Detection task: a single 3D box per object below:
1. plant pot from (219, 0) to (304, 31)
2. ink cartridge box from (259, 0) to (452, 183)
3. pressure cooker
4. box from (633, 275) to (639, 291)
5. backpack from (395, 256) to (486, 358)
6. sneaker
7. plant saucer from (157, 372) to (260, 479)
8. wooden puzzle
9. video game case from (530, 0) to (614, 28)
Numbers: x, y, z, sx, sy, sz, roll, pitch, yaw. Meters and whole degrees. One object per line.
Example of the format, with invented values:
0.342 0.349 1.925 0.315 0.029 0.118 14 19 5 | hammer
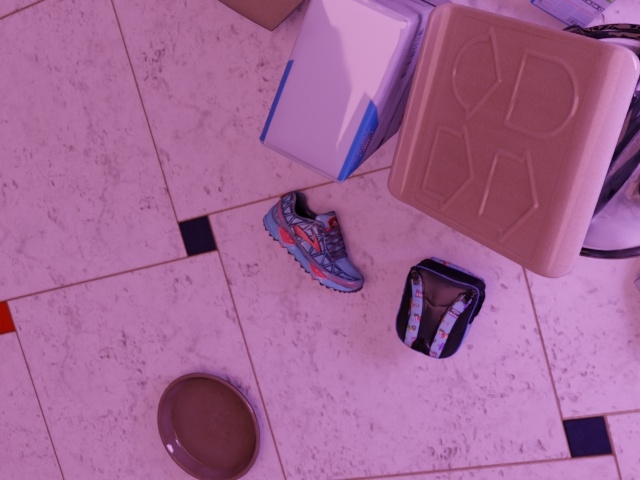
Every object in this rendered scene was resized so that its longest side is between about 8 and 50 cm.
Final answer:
-0.144 -0.551 1.635 0.256 0.256 0.274 -37 102 25 | plant pot
0.075 -0.303 1.479 0.166 0.395 0.286 27 115 8 | ink cartridge box
0.473 -0.166 1.347 0.375 0.420 0.370 -7 100 25 | pressure cooker
0.646 0.081 1.464 0.145 0.038 0.186 65 152 27 | box
0.236 0.140 1.681 0.158 0.117 0.173 20 108 17 | backpack
0.000 0.000 1.758 0.262 0.104 0.125 42 112 9 | sneaker
-0.262 0.442 2.001 0.277 0.041 0.278 5 103 22 | plant saucer
0.273 -0.156 1.234 0.347 0.080 0.322 31 116 42 | wooden puzzle
0.461 -0.440 1.445 0.119 0.015 0.166 23 142 -22 | video game case
